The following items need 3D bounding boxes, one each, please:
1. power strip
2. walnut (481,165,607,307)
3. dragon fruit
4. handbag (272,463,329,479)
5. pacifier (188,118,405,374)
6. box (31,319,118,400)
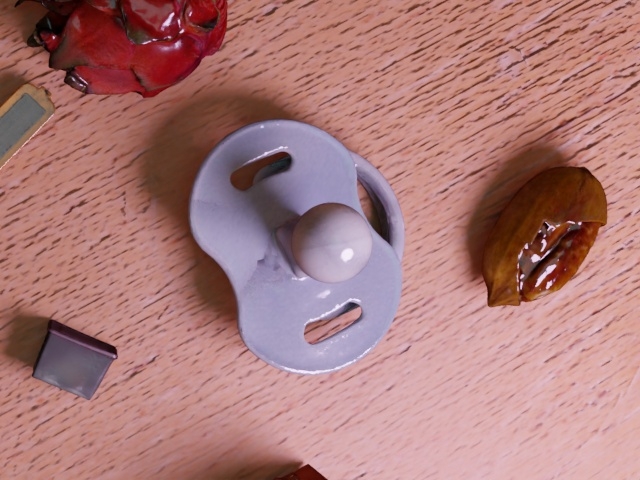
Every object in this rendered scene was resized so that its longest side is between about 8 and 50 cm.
[{"bbox_3d":[-0.369,-0.105,1.465,0.049,0.028,0.178,44,81,-9],"label":"power strip"},{"bbox_3d":[0.265,-0.001,1.564,0.116,0.116,0.207,41,82,-10],"label":"walnut"},{"bbox_3d":[-0.213,-0.245,1.416,0.193,0.274,0.192,41,40,-33],"label":"dragon fruit"},{"bbox_3d":[-0.035,0.316,1.457,0.127,0.190,0.063,-32,98,-11],"label":"handbag"},{"bbox_3d":[0.000,0.000,1.442,0.244,0.233,0.299,-27,97,-14],"label":"pacifier"},{"bbox_3d":[-0.279,0.136,1.472,0.085,0.060,0.063,24,90,-13],"label":"box"}]
